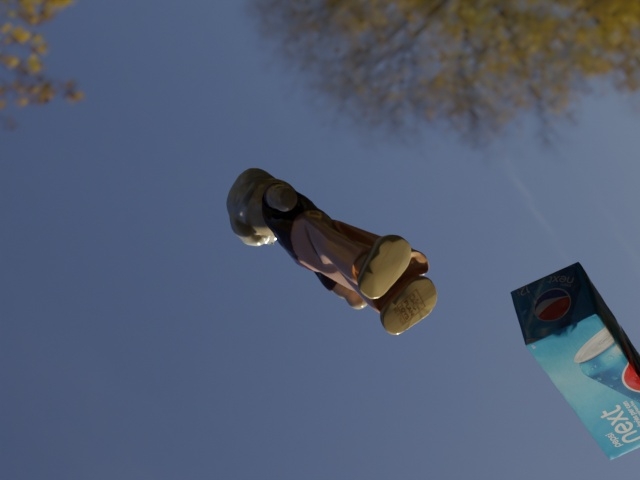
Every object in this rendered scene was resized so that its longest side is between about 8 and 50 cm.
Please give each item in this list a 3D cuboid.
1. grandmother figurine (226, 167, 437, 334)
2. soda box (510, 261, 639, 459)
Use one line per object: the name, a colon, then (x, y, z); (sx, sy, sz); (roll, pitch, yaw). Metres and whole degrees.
grandmother figurine: (0.000, 0.000, 2.033); (0.342, 0.104, 0.207); (33, 153, 51)
soda box: (0.253, 0.114, 1.614); (0.210, 0.071, 0.067); (50, -160, -43)
